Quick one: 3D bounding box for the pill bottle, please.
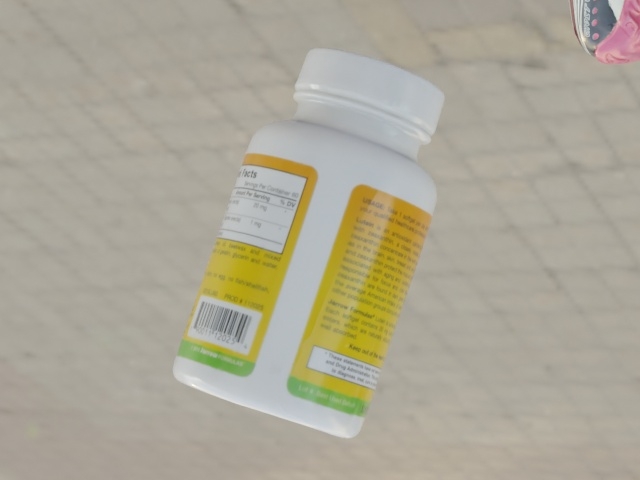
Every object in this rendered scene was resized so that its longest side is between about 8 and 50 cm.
[{"bbox_3d":[0.000,0.000,1.193,0.136,0.246,0.136,19,176,1],"label":"pill bottle"}]

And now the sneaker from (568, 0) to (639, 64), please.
[{"bbox_3d":[0.107,-0.218,0.878,0.112,0.299,0.121,-22,157,17],"label":"sneaker"}]
